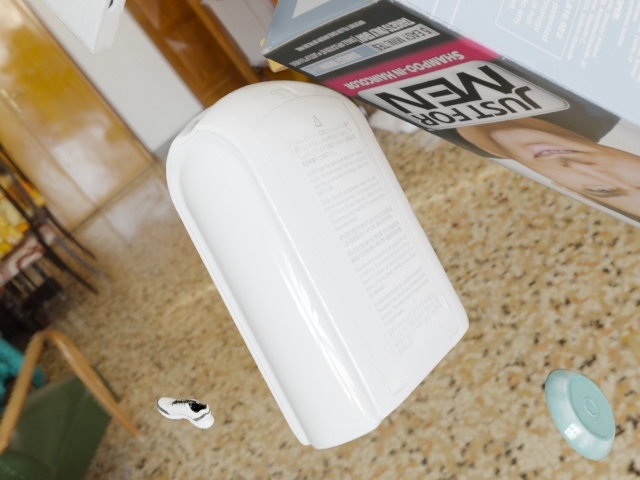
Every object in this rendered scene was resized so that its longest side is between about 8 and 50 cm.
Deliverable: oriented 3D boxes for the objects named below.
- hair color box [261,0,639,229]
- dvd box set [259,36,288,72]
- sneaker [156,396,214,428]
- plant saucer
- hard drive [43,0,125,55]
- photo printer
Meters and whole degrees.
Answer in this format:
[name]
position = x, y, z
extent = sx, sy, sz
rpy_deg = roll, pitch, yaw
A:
[hair color box]
position = 0.171, -0.112, 0.624
extent = 0.185, 0.374, 0.114
rpy_deg = 4, 75, 66
[dvd box set]
position = 0.135, -0.392, 1.432
extent = 0.307, 0.062, 0.420
rpy_deg = -27, 4, -37
[sneaker]
position = -0.232, 0.285, 1.603
extent = 0.109, 0.044, 0.040
rpy_deg = 11, 40, 19
[plant saucer]
position = 0.320, 0.206, 1.133
extent = 0.021, 0.119, 0.119
rpy_deg = -39, 16, 38
[hard drive]
position = -0.362, -0.418, 1.219
extent = 0.040, 0.307, 0.203
rpy_deg = -34, -13, -39
[photo printer]
position = 0.000, 0.000, 0.857
extent = 0.107, 0.308, 0.256
rpy_deg = -26, 3, 31
